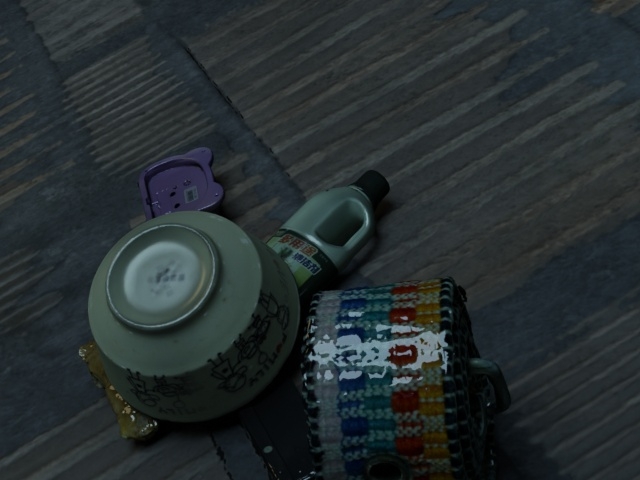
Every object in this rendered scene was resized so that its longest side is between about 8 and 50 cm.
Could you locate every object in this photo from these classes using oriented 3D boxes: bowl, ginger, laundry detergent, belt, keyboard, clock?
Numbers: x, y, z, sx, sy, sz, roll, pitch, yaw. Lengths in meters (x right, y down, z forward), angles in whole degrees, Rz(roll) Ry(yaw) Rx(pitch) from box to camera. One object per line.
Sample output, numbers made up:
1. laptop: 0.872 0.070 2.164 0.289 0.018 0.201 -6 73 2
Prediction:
1. bowl: -0.151 0.065 1.360 0.237 0.126 0.238 -8 60 13
2. ginger: -0.207 0.155 1.436 0.096 0.067 0.165 -28 53 -10
3. laundry detergent: 0.000 0.000 1.487 0.099 0.070 0.225 24 59 42
4. belt: 0.089 0.152 1.128 0.160 0.295 0.207 -6 59 12
5. keyboard: -0.052 0.182 1.352 0.072 0.023 0.231 -25 39 -10
6. clock: -0.175 -0.053 1.653 0.110 0.050 0.153 -24 40 3
